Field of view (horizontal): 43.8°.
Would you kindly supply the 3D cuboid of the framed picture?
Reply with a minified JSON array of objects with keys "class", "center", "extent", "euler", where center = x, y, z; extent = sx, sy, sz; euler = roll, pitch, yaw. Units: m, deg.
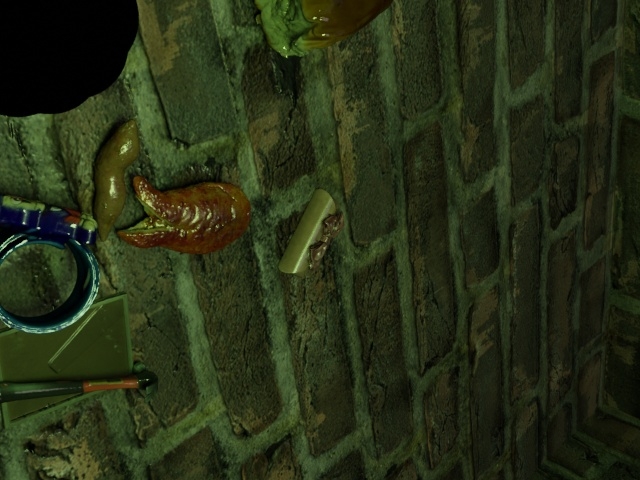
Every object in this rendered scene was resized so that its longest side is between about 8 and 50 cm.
[{"class":"framed picture","center":[-0.443,0.205,1.390],"extent":[0.250,0.016,0.184],"euler":[-19,119,-39]}]

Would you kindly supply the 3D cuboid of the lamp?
[{"class":"lamp","center":[-0.399,-0.313,1.062],"extent":[0.305,0.240,0.305],"euler":[-13,150,-8]}]

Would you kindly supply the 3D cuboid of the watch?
[{"class":"watch","center":[-0.437,0.038,1.212],"extent":[0.196,0.171,0.200],"euler":[11,91,-22]}]

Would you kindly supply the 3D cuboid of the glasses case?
[{"class":"glasses case","center":[0.000,0.000,1.706],"extent":[0.102,0.070,0.194],"euler":[32,84,-48]}]

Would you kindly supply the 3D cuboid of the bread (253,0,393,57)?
[{"class":"bread","center":[0.000,-0.485,1.394],"extent":[0.250,0.225,0.279],"euler":[-42,127,-26]}]

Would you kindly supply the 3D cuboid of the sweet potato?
[{"class":"sweet potato","center":[-0.349,-0.101,1.328],"extent":[0.051,0.065,0.219],"euler":[-41,152,-71]}]

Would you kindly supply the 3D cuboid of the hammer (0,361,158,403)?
[{"class":"hammer","center":[-0.413,0.252,1.372],"extent":[0.287,0.111,0.033],"euler":[2,105,-37]}]

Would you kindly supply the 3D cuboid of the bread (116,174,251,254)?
[{"class":"bread","center":[-0.234,-0.040,1.438],"extent":[0.268,0.095,0.140],"euler":[-2,110,-50]}]
